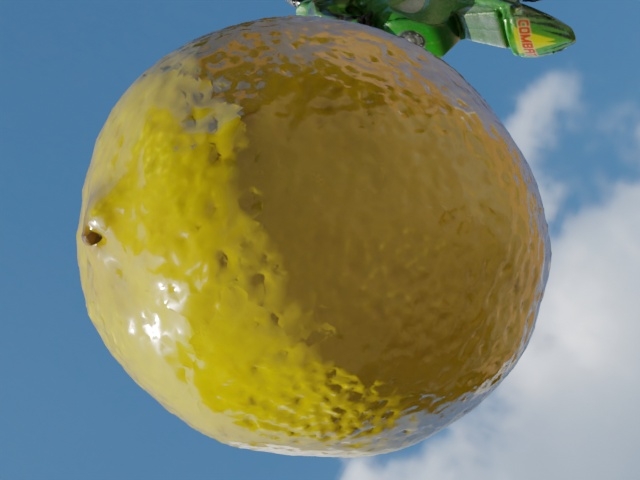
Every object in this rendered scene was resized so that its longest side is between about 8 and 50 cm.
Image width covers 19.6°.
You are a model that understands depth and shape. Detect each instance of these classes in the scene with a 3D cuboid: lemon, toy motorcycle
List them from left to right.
[{"bbox_3d":[0.000,0.000,0.738,0.203,0.178,0.178,8,-83,-31],"label":"lemon"},{"bbox_3d":[0.061,-0.145,1.094,0.074,0.190,0.106,66,-151,-46],"label":"toy motorcycle"}]
